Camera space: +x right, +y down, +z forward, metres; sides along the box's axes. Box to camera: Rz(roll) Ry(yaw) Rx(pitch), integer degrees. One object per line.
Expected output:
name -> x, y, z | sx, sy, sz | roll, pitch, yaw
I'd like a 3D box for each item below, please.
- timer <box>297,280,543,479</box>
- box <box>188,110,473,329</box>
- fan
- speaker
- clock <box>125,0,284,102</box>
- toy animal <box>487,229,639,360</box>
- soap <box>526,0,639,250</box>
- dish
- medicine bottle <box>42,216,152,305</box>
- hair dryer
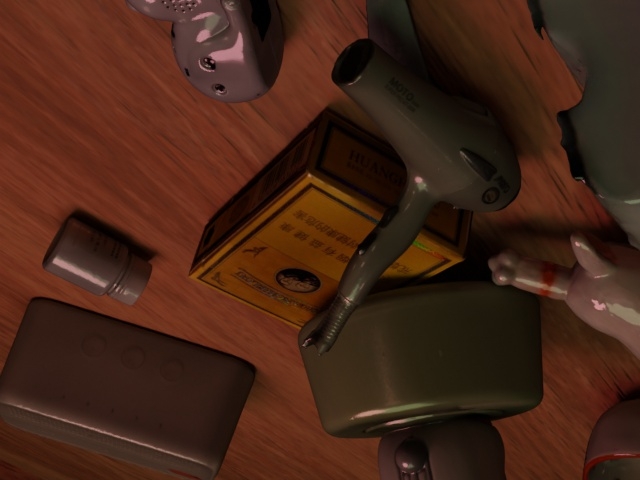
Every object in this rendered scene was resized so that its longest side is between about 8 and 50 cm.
timer -> 0.135, 0.235, 0.914 | 0.290, 0.316, 0.291 | -7, 161, -3
box -> 0.000, 0.000, 0.897 | 0.192, 0.084, 0.301 | 28, 146, -19
fan -> 0.053, -0.204, 0.618 | 0.057, 0.023, 0.282 | 7, 149, 16
speaker -> -0.333, 0.263, 1.362 | 0.405, 0.184, 0.183 | 18, 148, -3
clock -> -0.101, -0.186, 0.654 | 0.117, 0.080, 0.176 | 5, 146, 16
toy animal -> 0.326, 0.052, 0.812 | 0.282, 0.138, 0.141 | 37, 141, 9
soap -> 0.298, -0.066, 0.493 | 0.156, 0.261, 0.446 | -17, 135, 42
dish -> 0.489, 0.292, 1.107 | 0.256, 0.117, 0.256 | 12, 148, 8
medicine bottle -> -0.301, 0.032, 1.084 | 0.130, 0.080, 0.080 | 31, 145, -24
hair dryer -> 0.043, -0.045, 0.683 | 0.092, 0.267, 0.229 | 41, 169, 49
